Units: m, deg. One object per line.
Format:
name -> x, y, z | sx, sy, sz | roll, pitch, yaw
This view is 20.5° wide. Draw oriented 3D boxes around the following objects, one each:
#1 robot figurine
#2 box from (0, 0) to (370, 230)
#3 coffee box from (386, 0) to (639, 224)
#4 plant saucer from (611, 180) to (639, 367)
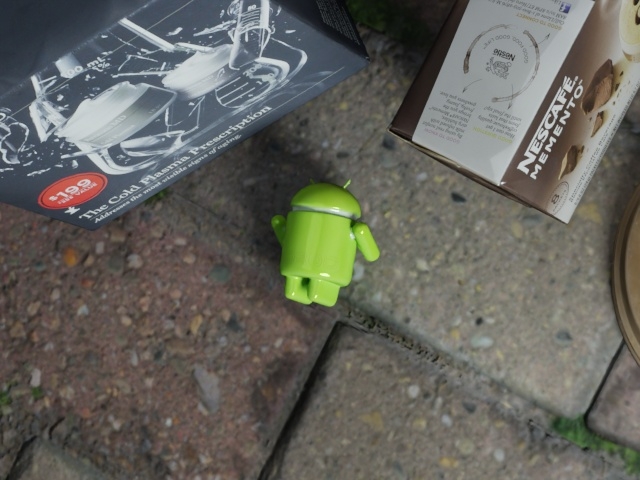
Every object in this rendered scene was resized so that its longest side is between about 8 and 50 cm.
robot figurine -> 0.000, 0.000, 1.597 | 0.101, 0.067, 0.115 | 4, 81, 33
box -> -0.188, -0.185, 1.593 | 0.343, 0.312, 0.179 | -30, 68, 19
coffee box -> 0.200, -0.180, 1.476 | 0.119, 0.168, 0.297 | 29, 93, 29
plant saucer -> 0.363, 0.019, 1.424 | 0.278, 0.041, 0.278 | -6, 77, 27
